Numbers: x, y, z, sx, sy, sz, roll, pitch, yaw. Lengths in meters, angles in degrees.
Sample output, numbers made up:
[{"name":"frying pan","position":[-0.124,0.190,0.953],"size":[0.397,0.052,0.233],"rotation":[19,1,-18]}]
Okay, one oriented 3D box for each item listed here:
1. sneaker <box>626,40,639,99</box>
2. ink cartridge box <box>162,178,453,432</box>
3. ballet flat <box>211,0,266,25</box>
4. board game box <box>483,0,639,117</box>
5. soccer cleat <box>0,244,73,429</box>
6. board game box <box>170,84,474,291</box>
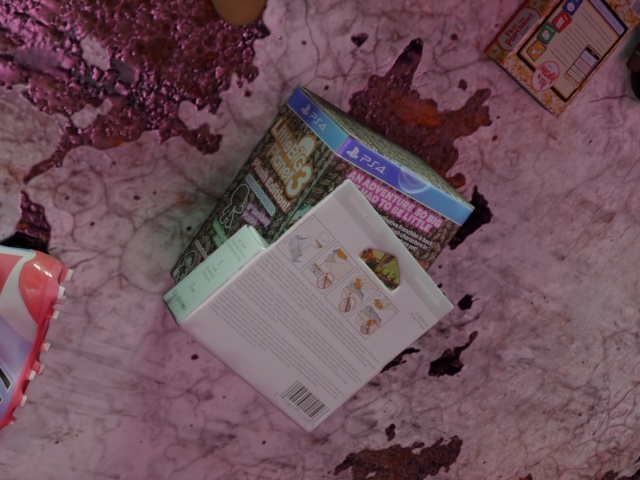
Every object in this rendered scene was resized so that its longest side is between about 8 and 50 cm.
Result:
[{"name":"sneaker","position":[0.540,-0.230,1.416],"size":[0.281,0.106,0.162],"rotation":[22,114,-28]},{"name":"ink cartridge box","position":[-0.005,0.073,1.137],"size":[0.239,0.060,0.275],"rotation":[-41,131,1]},{"name":"ballet flat","position":[-0.071,-0.320,1.007],"size":[0.080,0.073,0.232],"rotation":[-10,126,-24]},{"name":"board game box","position":[0.324,-0.276,1.284],"size":[0.147,0.045,0.193],"rotation":[32,102,-41]},{"name":"soccer cleat","position":[-0.364,0.115,1.151],"size":[0.095,0.083,0.248],"rotation":[22,117,-8]},{"name":"board game box","position":[0.000,0.000,1.225],"size":[0.232,0.141,0.291],"rotation":[26,106,-40]}]
